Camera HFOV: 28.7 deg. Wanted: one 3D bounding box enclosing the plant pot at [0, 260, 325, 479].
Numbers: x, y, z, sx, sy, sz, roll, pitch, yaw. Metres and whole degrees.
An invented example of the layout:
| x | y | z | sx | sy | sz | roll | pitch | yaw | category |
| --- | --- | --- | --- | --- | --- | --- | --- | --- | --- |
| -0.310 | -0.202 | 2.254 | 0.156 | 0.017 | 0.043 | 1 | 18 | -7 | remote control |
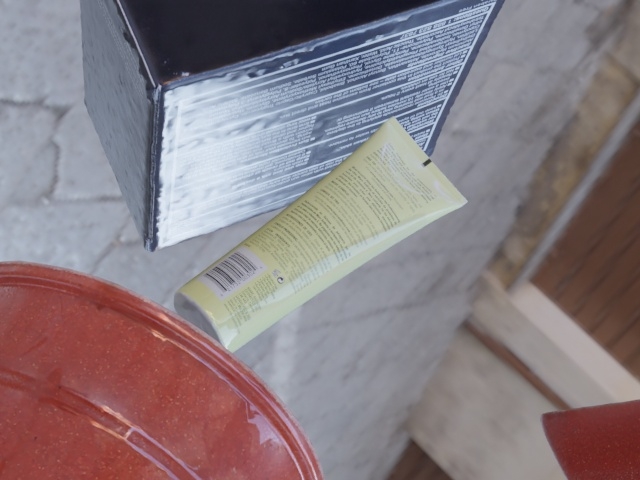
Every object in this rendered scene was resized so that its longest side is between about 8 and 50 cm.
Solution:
| x | y | z | sx | sy | sz | roll | pitch | yaw | category |
| --- | --- | --- | --- | --- | --- | --- | --- | --- | --- |
| -0.173 | 0.200 | 0.700 | 0.265 | 0.272 | 0.272 | -59 | 176 | -38 | plant pot |

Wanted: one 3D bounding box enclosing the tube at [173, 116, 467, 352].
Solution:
| x | y | z | sx | sy | sz | roll | pitch | yaw | category |
| --- | --- | --- | --- | --- | --- | --- | --- | --- | --- |
| 0.000 | 0.000 | 0.951 | 0.240 | 0.062 | 0.070 | -37 | 121 | -23 | tube |

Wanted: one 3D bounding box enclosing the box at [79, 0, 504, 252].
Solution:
| x | y | z | sx | sy | sz | roll | pitch | yaw | category |
| --- | --- | --- | --- | --- | --- | --- | --- | --- | --- |
| -0.038 | -0.163 | 1.046 | 0.296 | 0.183 | 0.294 | -19 | 160 | -17 | box |

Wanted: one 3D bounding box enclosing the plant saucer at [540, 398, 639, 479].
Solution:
| x | y | z | sx | sy | sz | roll | pitch | yaw | category |
| --- | --- | --- | --- | --- | --- | --- | --- | --- | --- |
| 0.292 | 0.178 | 0.733 | 0.258 | 0.259 | 0.048 | -21 | -145 | 55 | plant saucer |
